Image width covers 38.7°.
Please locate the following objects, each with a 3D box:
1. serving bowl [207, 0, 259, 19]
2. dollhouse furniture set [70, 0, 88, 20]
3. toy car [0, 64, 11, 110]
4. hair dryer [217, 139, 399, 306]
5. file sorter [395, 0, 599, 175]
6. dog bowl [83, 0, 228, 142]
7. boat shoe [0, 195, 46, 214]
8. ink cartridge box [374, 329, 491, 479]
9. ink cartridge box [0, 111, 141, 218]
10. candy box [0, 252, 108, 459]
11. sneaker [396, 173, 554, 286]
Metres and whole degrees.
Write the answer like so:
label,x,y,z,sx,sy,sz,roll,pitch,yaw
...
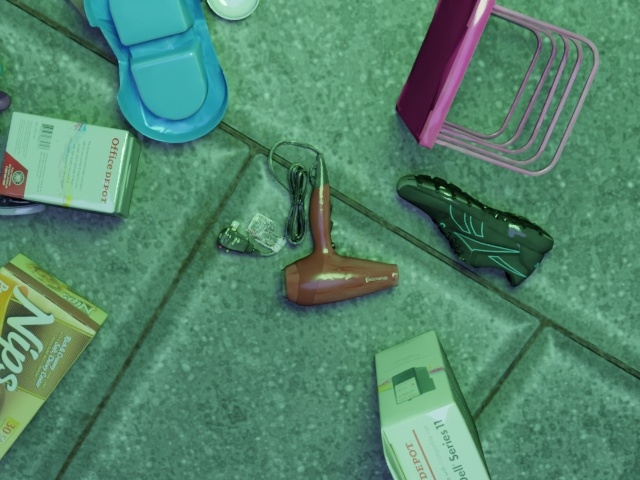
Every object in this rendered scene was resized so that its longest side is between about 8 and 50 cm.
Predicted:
label,x,y,z,sx,sy,sz,roll,pitch,yaw
serving bowl,-0.131,-0.376,1.375,0.083,0.027,0.083,0,106,1
dollhouse furniture set,-0.348,-0.504,1.324,0.198,0.151,0.301,-26,133,15
toy car,-0.543,-0.211,1.388,0.136,0.159,0.182,9,109,-37
hair dryer,0.000,0.000,1.455,0.294,0.080,0.223,35,103,-9
file sorter,0.240,-0.224,1.277,0.182,0.290,0.202,20,106,-7
dog bowl,-0.236,-0.294,1.347,0.166,0.074,0.297,-13,120,4
boat shoe,-0.513,-0.065,1.465,0.142,0.049,0.040,1,106,3
ink cartridge box,0.177,0.306,1.396,0.119,0.353,0.207,-22,105,8
ink cartridge box,-0.376,-0.111,1.392,0.176,0.127,0.128,11,87,-1
candy box,-0.523,0.201,1.521,0.183,0.087,0.316,37,103,-9
sneaker,0.232,-0.016,1.434,0.267,0.101,0.106,26,107,-6
